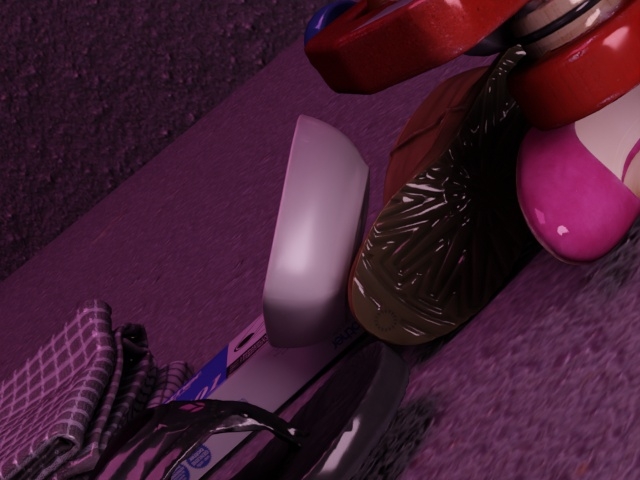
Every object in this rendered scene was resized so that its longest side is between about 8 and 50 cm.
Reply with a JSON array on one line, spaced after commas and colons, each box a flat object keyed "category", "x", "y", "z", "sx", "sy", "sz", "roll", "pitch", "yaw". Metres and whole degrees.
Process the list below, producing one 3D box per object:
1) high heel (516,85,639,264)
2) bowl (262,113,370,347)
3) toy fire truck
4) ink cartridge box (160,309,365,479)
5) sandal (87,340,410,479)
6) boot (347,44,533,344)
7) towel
[{"category": "high heel", "x": 0.193, "y": -0.073, "z": 0.992, "sx": 0.117, "sy": 0.082, "sz": 0.244, "roll": -40, "pitch": 1, "yaw": 36}, {"category": "bowl", "x": 0.000, "y": 0.000, "z": 1.157, "sx": 0.142, "sy": 0.053, "sz": 0.142, "roll": 90, "pitch": -169, "yaw": -72}, {"category": "toy fire truck", "x": 0.111, "y": -0.172, "z": 1.034, "sx": 0.302, "sy": 0.169, "sz": 0.254, "roll": -42, "pitch": 12, "yaw": -32}, {"category": "ink cartridge box", "x": -0.047, "y": 0.097, "z": 1.274, "sx": 0.207, "sy": 0.046, "sz": 0.097, "roll": -42, "pitch": 10, "yaw": 7}, {"category": "sandal", "x": -0.131, "y": 0.200, "z": 1.035, "sx": 0.446, "sy": 0.107, "sz": 0.167, "roll": -41, "pitch": 11, "yaw": 17}, {"category": "boot", "x": 0.085, "y": -0.029, "z": 1.205, "sx": 0.236, "sy": 0.089, "sz": 0.269, "roll": -53, "pitch": 6, "yaw": -7}, {"category": "towel", "x": -0.250, "y": 0.196, "z": 1.432, "sx": 0.284, "sy": 0.121, "sz": 0.235, "roll": -40, "pitch": 13, "yaw": 17}]
